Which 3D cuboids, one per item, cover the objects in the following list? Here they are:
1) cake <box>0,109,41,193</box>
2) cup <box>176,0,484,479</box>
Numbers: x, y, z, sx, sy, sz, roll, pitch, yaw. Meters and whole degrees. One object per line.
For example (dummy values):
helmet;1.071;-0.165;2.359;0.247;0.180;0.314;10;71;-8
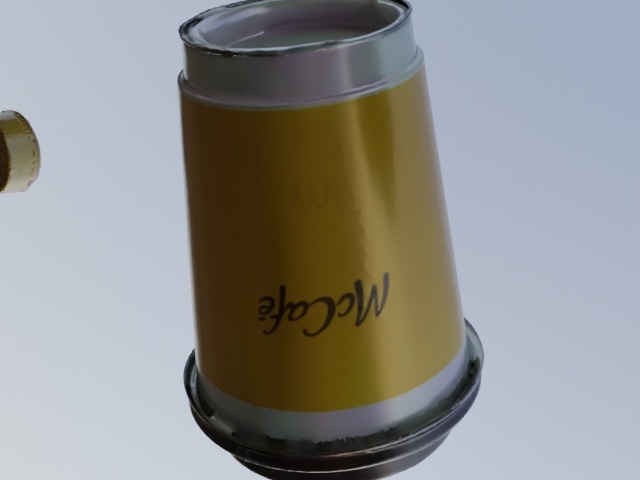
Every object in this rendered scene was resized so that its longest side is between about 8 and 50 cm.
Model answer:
cake;-0.311;-0.086;0.964;0.084;0.044;0.084;12;-71;37
cup;0.000;0.000;0.597;0.196;0.196;0.279;25;-50;45
